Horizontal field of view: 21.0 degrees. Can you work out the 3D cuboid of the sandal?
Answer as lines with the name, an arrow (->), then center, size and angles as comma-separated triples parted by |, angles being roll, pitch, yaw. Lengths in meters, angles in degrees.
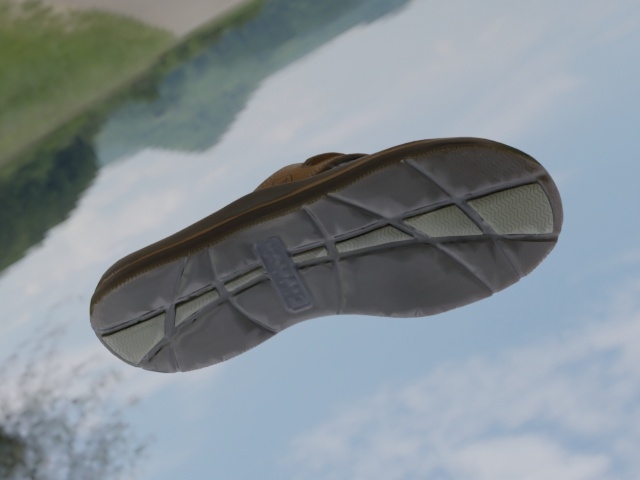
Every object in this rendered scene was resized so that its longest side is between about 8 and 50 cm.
sandal -> 0.000, 0.000, 0.792 | 0.219, 0.090, 0.060 | -20, -145, 9
